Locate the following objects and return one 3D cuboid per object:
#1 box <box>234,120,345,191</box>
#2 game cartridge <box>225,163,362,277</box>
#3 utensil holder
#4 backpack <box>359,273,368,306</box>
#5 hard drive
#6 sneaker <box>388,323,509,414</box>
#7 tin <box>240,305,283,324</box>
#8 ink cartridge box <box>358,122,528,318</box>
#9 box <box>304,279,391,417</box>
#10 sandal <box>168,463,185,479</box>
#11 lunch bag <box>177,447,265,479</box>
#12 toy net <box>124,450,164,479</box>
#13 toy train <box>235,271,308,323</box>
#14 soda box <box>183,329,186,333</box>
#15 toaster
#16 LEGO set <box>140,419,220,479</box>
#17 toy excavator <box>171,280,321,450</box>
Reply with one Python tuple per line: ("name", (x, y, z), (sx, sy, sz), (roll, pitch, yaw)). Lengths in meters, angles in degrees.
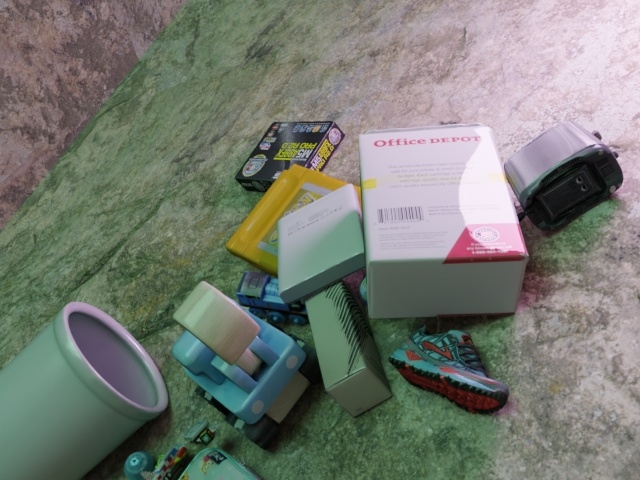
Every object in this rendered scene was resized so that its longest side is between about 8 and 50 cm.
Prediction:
("box", (-0.087, -0.230, 2.253), (0.270, 0.060, 0.216), (9, 59, 48))
("game cartridge", (-0.042, -0.037, 1.966), (0.323, 0.053, 0.285), (23, 70, 40))
("utensil holder", (-0.602, 0.388, 1.881), (0.385, 0.327, 0.328), (-41, 35, 4))
("backpack", (0.135, 0.091, 1.667), (0.114, 0.105, 0.084), (-56, 15, -17))
("hard drive", (0.000, 0.000, 1.788), (0.203, 0.040, 0.308), (-27, 29, 12))
("sneaker", (0.235, 0.210, 1.441), (0.261, 0.104, 0.125), (18, 64, 51))
("tin", (-0.169, 0.188, 1.916), (0.189, 0.040, 0.106), (-33, 32, 14))
("ink cartridge box", (0.220, -0.045, 1.583), (0.279, 0.160, 0.385), (-3, 44, 2))
("box", (0.049, 0.203, 1.623), (0.094, 0.113, 0.275), (-32, 38, 12))
("sandal", (-0.329, 0.528, 1.646), (0.090, 0.060, 0.219), (-36, 0, 21))
("lunch bag", (-0.207, 0.534, 1.524), (0.279, 0.108, 0.224), (-53, 36, -13))
("toy net", (-0.392, 0.560, 1.743), (0.122, 0.045, 0.232), (7, 56, 12))
("toy train", (-0.095, 0.128, 1.812), (0.184, 0.105, 0.080), (8, 57, 18))
("soda box", (-0.271, 0.260, 1.922), (0.060, 0.053, 0.169), (-39, 36, 5))
("toaster", (0.449, -0.123, 1.564), (0.227, 0.129, 0.146), (-35, 32, 14))
("LEGO set", (-0.292, 0.422, 1.661), (0.182, 0.060, 0.244), (-45, 6, -24))
("toy excavator", (-0.177, 0.204, 1.549), (0.222, 0.445, 0.433), (-52, 36, -12))
